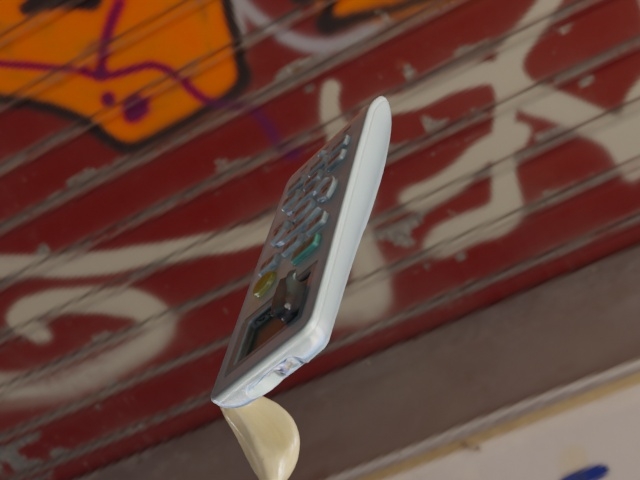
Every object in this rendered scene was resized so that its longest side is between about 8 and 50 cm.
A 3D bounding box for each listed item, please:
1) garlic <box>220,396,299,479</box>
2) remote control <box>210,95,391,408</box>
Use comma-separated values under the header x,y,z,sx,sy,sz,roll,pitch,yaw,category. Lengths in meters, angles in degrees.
x,y,z,sx,sy,sz,roll,pitch,yaw,category
-0.045,0.153,0.858,0.053,0.083,0.041,-15,155,-50,garlic
-0.001,0.000,0.780,0.103,0.051,0.293,-40,-163,33,remote control
